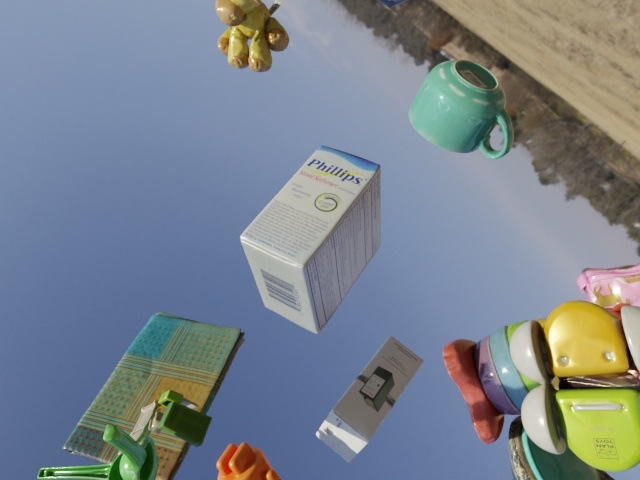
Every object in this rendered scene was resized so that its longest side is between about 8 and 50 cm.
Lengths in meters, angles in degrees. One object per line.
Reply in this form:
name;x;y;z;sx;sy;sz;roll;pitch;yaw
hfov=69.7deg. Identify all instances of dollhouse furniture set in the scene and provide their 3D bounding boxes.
dollhouse furniture set;-0.210;0.258;0.630;0.059;0.152;0.076;36;-136;-19

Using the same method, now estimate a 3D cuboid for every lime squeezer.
lime squeezer;-0.243;0.261;0.550;0.110;0.310;0.058;38;-136;-16

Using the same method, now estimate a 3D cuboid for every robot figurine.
robot figurine;-0.168;0.604;1.133;0.219;0.158;0.128;62;173;-13

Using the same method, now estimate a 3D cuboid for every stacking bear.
stacking bear;0.385;0.200;0.764;0.164;0.289;0.175;-12;-104;-60

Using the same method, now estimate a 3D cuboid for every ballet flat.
ballet flat;0.495;0.500;0.865;0.483;0.182;0.164;33;-129;-7

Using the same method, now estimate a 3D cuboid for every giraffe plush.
giraffe plush;-0.171;-0.528;1.068;0.182;0.210;0.170;19;173;15

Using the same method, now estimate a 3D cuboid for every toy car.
toy car;0.322;0.163;0.532;0.136;0.159;0.181;19;-118;-48

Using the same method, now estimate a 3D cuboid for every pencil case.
pencil case;0.782;0.093;0.990;0.160;0.386;0.167;-2;-106;-56

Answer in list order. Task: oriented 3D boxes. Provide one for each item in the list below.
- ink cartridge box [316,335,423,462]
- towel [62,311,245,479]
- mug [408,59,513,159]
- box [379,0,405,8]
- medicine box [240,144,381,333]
ink cartridge box;0.135;0.437;1.268;0.122;0.211;0.289;36;-128;16
towel;-0.369;0.341;1.066;0.272;0.040;0.370;9;-133;16
mug;0.227;-0.209;0.707;0.158;0.097;0.129;19;-132;-4
box;0.217;-0.612;0.801;0.073;0.296;0.292;-8;-87;-47
medicine box;0.000;0.000;0.968;0.149;0.263;0.289;24;-121;23
